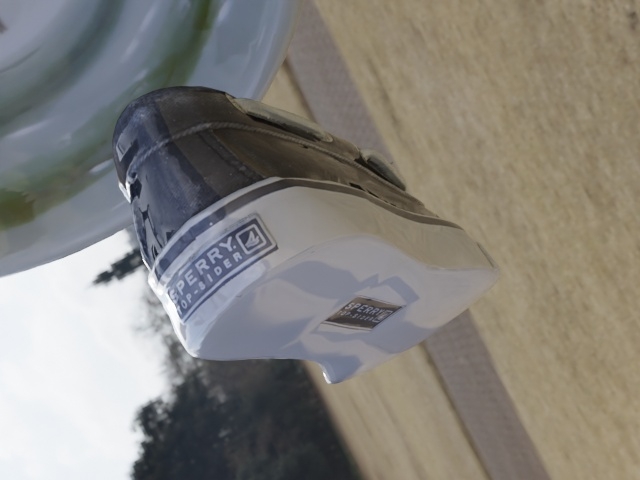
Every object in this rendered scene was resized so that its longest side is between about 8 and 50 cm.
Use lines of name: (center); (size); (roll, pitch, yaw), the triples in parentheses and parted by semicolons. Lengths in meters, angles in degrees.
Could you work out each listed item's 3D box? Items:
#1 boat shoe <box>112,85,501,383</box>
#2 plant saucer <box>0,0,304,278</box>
boat shoe: (0.000, 0.000, 0.499); (0.102, 0.108, 0.301); (58, -164, 19)
plant saucer: (-0.206, -0.138, 0.507); (0.400, 0.401, 0.100); (72, 176, -51)
